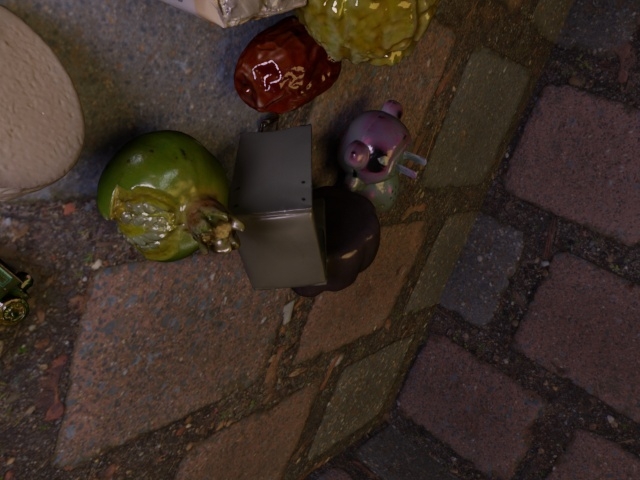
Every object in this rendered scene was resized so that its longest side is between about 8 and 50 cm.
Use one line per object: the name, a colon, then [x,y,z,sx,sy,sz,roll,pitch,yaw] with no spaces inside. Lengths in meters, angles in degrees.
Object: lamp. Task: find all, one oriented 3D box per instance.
lamp: [0.161,-0.200,1.479,0.247,0.247,0.301,-47,153,-27]

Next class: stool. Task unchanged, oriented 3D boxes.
stool: [-0.082,-0.068,1.182,0.244,0.170,0.270,80,7,-48]

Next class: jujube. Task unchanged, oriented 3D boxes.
jujube: [-0.058,-0.353,1.086,0.250,0.174,0.174,-37,143,-31]

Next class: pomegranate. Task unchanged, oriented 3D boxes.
pomegranate: [-0.241,-0.066,0.944,0.236,0.301,0.236,-28,128,-43]

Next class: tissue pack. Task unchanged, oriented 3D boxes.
tissue pack: [-0.154,-0.408,0.842,0.186,0.222,0.090,-34,144,-36]

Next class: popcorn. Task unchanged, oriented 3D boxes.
popcorn: [0.070,-0.448,0.926,0.282,0.282,0.247,-52,-177,-12]

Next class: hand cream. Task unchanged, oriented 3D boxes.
hand cream: [-0.112,-0.217,1.267,0.062,0.039,0.163,-33,135,-34]

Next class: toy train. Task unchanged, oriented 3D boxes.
toy train: [-0.565,0.114,0.841,0.225,0.090,0.137,-47,141,-20]

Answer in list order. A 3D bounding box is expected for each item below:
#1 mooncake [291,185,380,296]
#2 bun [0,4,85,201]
mooncake: [0.000,0.000,1.387,0.306,0.306,0.154,-39,145,-30]
bun: [-0.457,-0.162,0.686,0.263,0.175,0.263,35,48,-49]
